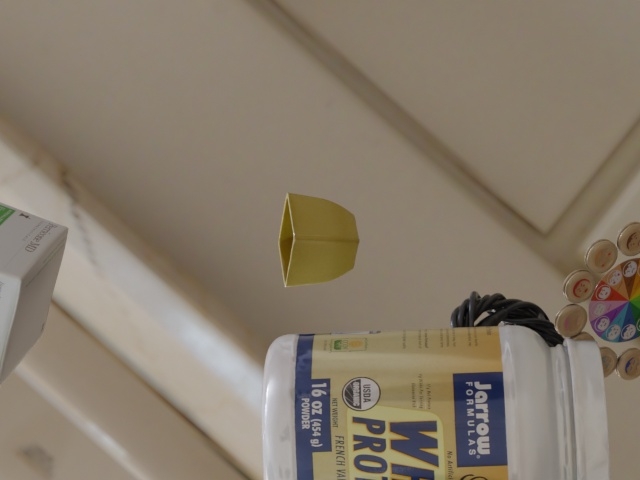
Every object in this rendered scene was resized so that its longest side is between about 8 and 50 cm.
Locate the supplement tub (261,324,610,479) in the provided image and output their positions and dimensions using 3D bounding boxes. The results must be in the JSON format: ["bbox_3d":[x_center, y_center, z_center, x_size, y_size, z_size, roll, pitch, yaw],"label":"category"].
[{"bbox_3d":[0.110,0.196,1.726,0.316,0.228,0.228,-3,151,4],"label":"supplement tub"}]

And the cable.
[{"bbox_3d":[0.202,0.132,1.910,0.184,0.151,0.047,12,155,-33],"label":"cable"}]

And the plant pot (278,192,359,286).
[{"bbox_3d":[0.000,0.000,2.112,0.081,0.083,0.081,-100,15,-47],"label":"plant pot"}]

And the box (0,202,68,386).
[{"bbox_3d":[-0.245,0.036,1.298,0.087,0.101,0.102,21,116,4],"label":"box"}]

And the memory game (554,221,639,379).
[{"bbox_3d":[0.327,0.064,1.897,0.186,0.186,0.012,54,175,-34],"label":"memory game"}]
